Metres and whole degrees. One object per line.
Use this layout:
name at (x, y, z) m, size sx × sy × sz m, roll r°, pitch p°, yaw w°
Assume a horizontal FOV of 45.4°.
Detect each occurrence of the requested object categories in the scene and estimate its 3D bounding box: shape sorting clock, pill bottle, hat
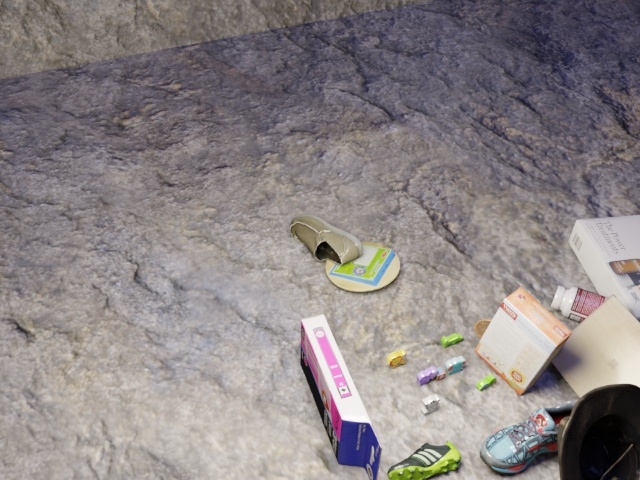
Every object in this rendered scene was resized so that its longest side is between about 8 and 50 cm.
shape sorting clock at (0.116, 0.072, 2.105) m, size 0.206 × 0.040 × 0.206 m, roll -7°, pitch 36°, yaw 5°
pill bottle at (0.687, 0.172, 1.998) m, size 0.151 × 0.086 × 0.086 m, roll 20°, pitch 46°, yaw 17°
hat at (0.584, 0.445, 1.613) m, size 0.331 × 0.332 × 0.134 m, roll -20°, pitch 12°, yaw -22°

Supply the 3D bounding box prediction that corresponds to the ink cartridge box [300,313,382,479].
ink cartridge box at (0.038, 0.357, 1.700) m, size 0.069 × 0.176 × 0.371 m, roll -13°, pitch 46°, yaw -16°

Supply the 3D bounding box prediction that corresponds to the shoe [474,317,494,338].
shoe at (0.499, 0.233, 1.917) m, size 0.218 × 0.077 × 0.058 m, roll 12°, pitch 6°, yaw 29°

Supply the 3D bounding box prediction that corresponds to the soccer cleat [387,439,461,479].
soccer cleat at (0.221, 0.483, 1.669) m, size 0.178 × 0.060 × 0.072 m, roll -8°, pitch 34°, yaw -20°

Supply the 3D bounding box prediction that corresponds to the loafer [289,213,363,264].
loafer at (0.000, 0.000, 2.122) m, size 0.251 × 0.094 × 0.087 m, roll 21°, pitch 49°, yaw 38°

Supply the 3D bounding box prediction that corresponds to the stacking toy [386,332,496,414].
stacking toy at (0.294, 0.312, 1.854) m, size 0.221 × 0.052 × 0.167 m, roll -17°, pitch 47°, yaw -21°

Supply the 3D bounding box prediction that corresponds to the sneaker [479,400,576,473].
sneaker at (0.467, 0.419, 1.694) m, size 0.261 × 0.125 × 0.104 m, roll -17°, pitch 45°, yaw -20°

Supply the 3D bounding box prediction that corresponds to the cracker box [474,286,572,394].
cracker box at (0.470, 0.239, 1.794) m, size 0.067 × 0.232 × 0.156 m, roll -30°, pitch 62°, yaw -30°

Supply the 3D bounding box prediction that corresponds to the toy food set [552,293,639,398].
toy food set at (0.705, 0.303, 1.803) m, size 0.220 × 0.092 × 0.306 m, roll -45°, pitch 46°, yaw 14°

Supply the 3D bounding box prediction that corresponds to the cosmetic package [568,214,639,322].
cosmetic package at (0.895, 0.086, 2.097) m, size 0.284 × 0.098 × 0.377 m, roll -3°, pitch 43°, yaw -11°
